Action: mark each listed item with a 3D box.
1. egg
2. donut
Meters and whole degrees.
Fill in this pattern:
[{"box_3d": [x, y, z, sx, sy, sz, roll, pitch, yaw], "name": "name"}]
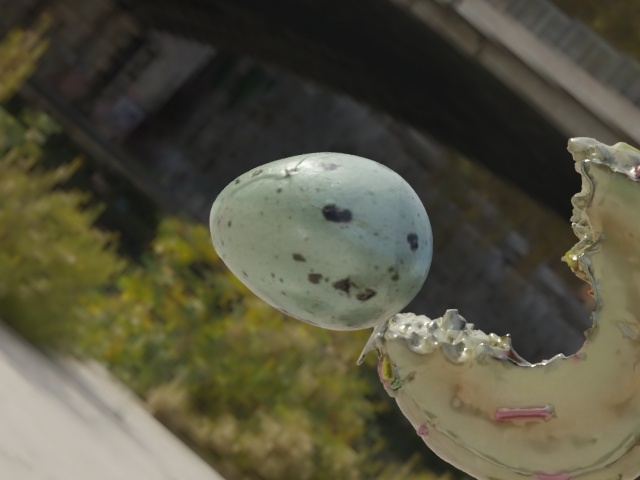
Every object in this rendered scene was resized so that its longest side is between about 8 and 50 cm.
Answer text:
[{"box_3d": [0.000, 0.000, 1.393, 0.164, 0.131, 0.131, 10, -11, 17], "name": "egg"}, {"box_3d": [0.261, 0.100, 1.969, 0.307, 0.371, 0.150, 49, 9, 13], "name": "donut"}]
